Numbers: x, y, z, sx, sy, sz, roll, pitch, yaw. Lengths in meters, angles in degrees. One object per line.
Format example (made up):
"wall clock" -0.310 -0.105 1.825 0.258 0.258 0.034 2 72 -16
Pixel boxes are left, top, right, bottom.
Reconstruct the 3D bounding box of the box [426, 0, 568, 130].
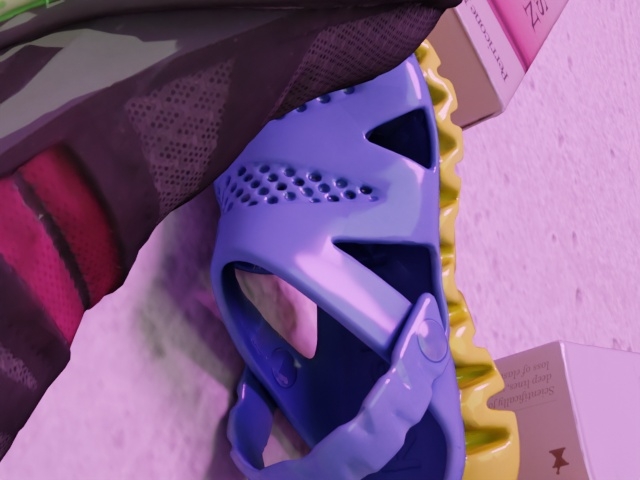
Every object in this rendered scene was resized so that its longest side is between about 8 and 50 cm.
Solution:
"box" 0.053 -0.162 0.817 0.148 0.127 0.232 59 33 -17

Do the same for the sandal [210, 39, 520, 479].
"sandal" 0.000 0.000 0.659 0.138 0.126 0.317 -7 77 -53

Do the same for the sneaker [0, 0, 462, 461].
"sneaker" -0.129 -0.026 0.401 0.185 0.202 0.483 37 43 21

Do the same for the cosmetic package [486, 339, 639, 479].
"cosmetic package" 0.152 0.117 0.820 0.231 0.117 0.085 15 60 -54
